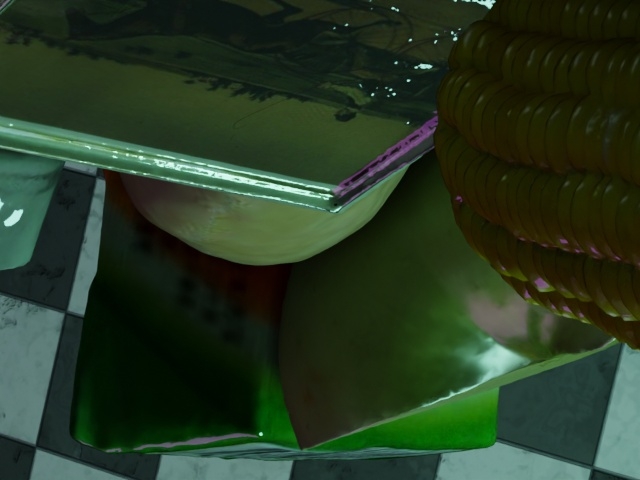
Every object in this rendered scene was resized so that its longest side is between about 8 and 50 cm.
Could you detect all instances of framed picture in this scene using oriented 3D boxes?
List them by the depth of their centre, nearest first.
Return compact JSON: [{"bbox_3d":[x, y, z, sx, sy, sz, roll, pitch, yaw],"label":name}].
[{"bbox_3d":[-0.026,-0.070,0.717,0.252,0.014,0.197,10,149,-38],"label":"framed picture"}]

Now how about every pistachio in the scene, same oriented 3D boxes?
[{"bbox_3d":[-0.025,-0.068,0.978,0.181,0.162,0.293,-3,175,5],"label":"pistachio"}]

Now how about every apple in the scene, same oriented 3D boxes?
[{"bbox_3d":[0.162,0.033,1.175,0.320,0.312,0.360,26,-166,21],"label":"apple"}]

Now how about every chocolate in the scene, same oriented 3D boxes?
[{"bbox_3d":[0.000,0.000,1.371,0.161,0.341,0.360,3,176,38],"label":"chocolate"}]

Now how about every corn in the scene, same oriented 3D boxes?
[{"bbox_3d":[0.135,-0.022,0.506,0.131,0.131,0.344,12,-179,-18],"label":"corn"}]

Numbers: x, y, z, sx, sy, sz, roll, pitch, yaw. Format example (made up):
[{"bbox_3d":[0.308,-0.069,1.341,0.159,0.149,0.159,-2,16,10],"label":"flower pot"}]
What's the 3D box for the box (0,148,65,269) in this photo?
[{"bbox_3d":[-0.400,-0.112,1.076,0.396,0.111,0.396,3,-151,-49],"label":"box"}]
